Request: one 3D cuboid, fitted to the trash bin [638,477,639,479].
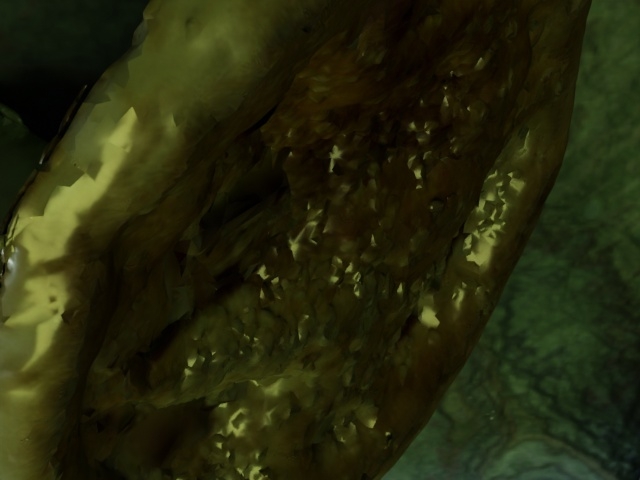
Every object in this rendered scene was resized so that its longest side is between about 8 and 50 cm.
[{"bbox_3d":[0.370,0.183,0.802,0.367,0.296,0.256,13,133,4],"label":"trash bin"}]

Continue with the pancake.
[{"bbox_3d":[-0.002,-0.001,0.562,0.356,0.065,0.356,-35,144,-31],"label":"pancake"}]

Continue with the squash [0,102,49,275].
[{"bbox_3d":[-0.199,0.139,0.695,0.263,0.263,0.384,-6,132,1],"label":"squash"}]
